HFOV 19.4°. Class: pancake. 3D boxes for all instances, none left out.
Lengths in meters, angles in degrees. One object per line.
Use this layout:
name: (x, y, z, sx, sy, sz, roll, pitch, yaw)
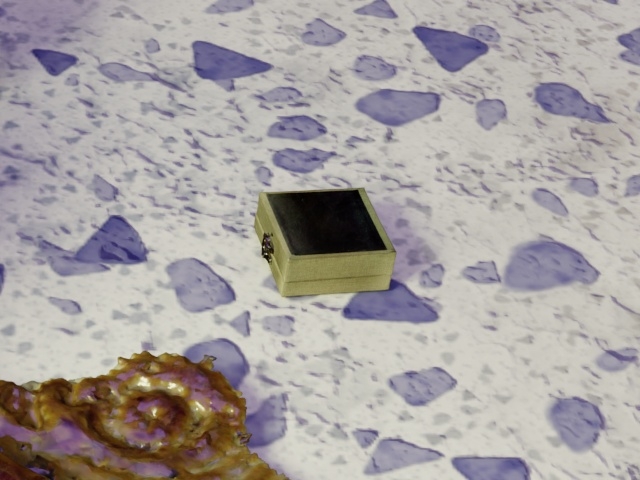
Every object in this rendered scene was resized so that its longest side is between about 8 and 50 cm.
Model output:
pancake: (-0.136, 0.134, 1.053, 0.257, 0.056, 0.212, -5, 39, -18)

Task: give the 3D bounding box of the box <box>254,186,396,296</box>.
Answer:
box: (0.000, 0.000, 1.280, 0.083, 0.035, 0.079, -3, 39, -18)
